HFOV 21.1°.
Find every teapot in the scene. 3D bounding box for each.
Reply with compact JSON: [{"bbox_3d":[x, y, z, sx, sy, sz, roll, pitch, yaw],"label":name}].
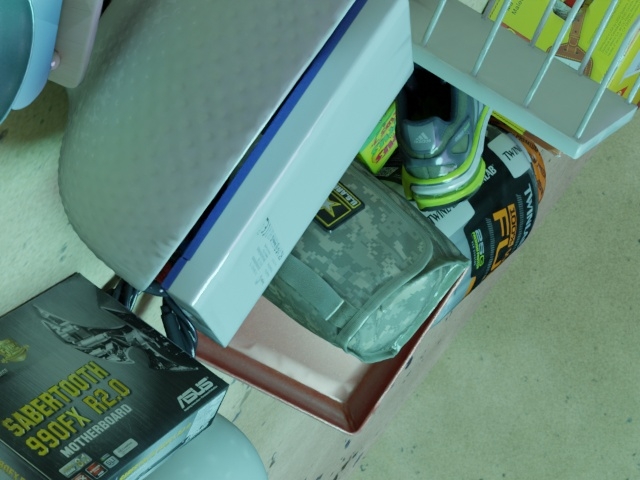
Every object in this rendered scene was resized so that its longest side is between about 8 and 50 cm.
[{"bbox_3d":[-0.181,0.245,1.826,0.252,0.256,0.187,-21,104,-30],"label":"teapot"}]

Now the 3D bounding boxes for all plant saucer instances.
[{"bbox_3d":[0.001,0.067,1.995,0.258,0.259,0.048,-57,-157,9],"label":"plant saucer"},{"bbox_3d":[-0.208,-0.102,0.967,0.119,0.021,0.119,-47,151,-37],"label":"plant saucer"}]

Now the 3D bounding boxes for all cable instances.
[{"bbox_3d":[-0.173,0.100,1.725,0.150,0.047,0.184,-61,146,-38],"label":"cable"}]

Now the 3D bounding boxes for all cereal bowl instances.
[{"bbox_3d":[-0.088,-0.136,1.268,0.339,0.141,0.339,-55,-176,6],"label":"cereal bowl"}]

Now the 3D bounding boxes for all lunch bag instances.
[{"bbox_3d":[0.000,0.000,1.748,0.169,0.235,0.287,-52,167,11],"label":"lunch bag"}]

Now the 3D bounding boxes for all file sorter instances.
[{"bbox_3d":[0.222,-0.247,1.827,0.193,0.277,0.173,-32,151,-57],"label":"file sorter"}]

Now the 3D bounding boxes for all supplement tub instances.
[{"bbox_3d":[0.148,-0.030,2.216,0.338,0.207,0.207,-39,158,-48],"label":"supplement tub"}]

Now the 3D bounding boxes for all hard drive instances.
[{"bbox_3d":[-0.022,-0.062,1.519,0.319,0.040,0.210,-56,169,-9],"label":"hard drive"}]

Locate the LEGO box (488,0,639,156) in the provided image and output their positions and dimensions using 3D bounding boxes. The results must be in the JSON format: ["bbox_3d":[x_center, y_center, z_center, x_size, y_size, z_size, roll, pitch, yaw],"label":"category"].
[{"bbox_3d":[0.423,-0.394,2.300,0.500,0.193,0.372,-61,164,24],"label":"LEGO box"}]

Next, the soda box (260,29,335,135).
[{"bbox_3d":[0.008,-0.231,1.545,0.286,0.091,0.098,-48,166,-24],"label":"soda box"}]

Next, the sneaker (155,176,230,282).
[{"bbox_3d":[-0.119,-0.031,1.567,0.125,0.104,0.262,-53,166,-17],"label":"sneaker"}]

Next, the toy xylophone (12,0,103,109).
[{"bbox_3d":[-0.254,-0.107,1.004,0.323,0.081,0.236,-45,162,-35],"label":"toy xylophone"}]

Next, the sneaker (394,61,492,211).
[{"bbox_3d":[0.140,-0.175,1.921,0.300,0.111,0.121,-84,161,-45],"label":"sneaker"}]

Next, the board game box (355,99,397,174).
[{"bbox_3d":[0.062,-0.143,2.012,0.092,0.043,0.181,-55,166,-2],"label":"board game box"}]

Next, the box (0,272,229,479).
[{"bbox_3d":[-0.215,0.136,1.476,0.231,0.183,0.056,-34,156,-53],"label":"box"}]
